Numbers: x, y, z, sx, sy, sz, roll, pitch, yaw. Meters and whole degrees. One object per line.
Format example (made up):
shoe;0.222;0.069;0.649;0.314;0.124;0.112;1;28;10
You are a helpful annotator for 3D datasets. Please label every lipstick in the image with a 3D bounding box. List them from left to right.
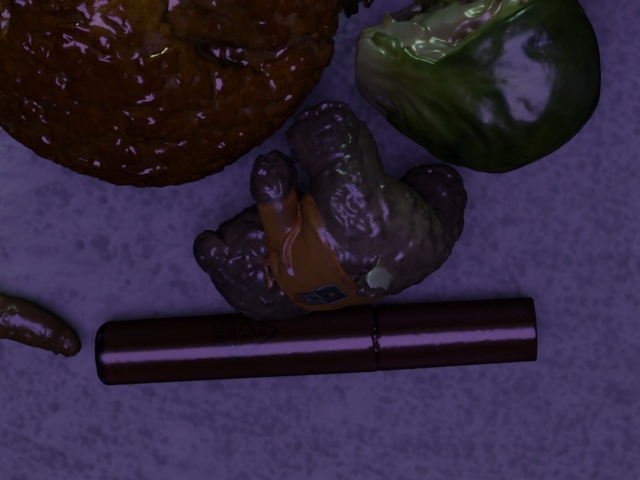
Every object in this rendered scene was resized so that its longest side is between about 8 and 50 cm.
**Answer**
lipstick;-0.004;0.082;1.227;0.357;0.057;0.057;-3;104;2

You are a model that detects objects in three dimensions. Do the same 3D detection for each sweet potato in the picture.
sweet potato;-0.319;0.033;1.215;0.269;0.075;0.074;31;103;-16

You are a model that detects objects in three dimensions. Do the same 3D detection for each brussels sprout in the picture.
brussels sprout;0.121;-0.121;1.128;0.183;0.131;0.145;-15;116;29

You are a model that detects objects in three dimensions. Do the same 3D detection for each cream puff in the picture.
cream puff;-0.128;-0.182;1.084;0.303;0.212;0.303;0;100;1

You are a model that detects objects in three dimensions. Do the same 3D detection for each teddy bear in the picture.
teddy bear;0.000;0.000;1.158;0.190;0.140;0.177;-24;143;35

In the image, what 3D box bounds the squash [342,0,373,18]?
squash;0.044;-0.330;1.104;0.095;0.094;0.340;10;105;-1
